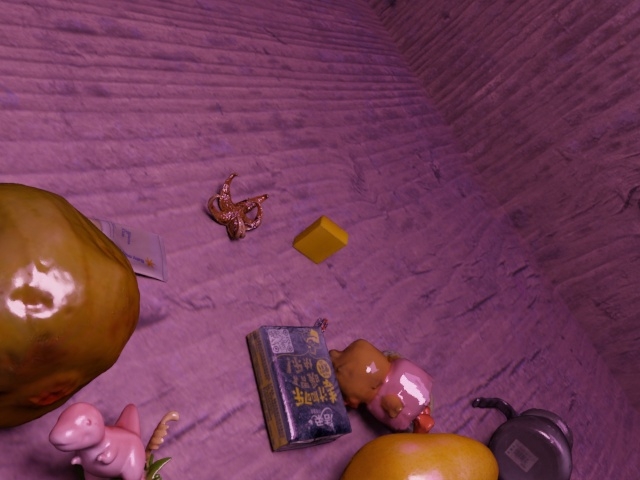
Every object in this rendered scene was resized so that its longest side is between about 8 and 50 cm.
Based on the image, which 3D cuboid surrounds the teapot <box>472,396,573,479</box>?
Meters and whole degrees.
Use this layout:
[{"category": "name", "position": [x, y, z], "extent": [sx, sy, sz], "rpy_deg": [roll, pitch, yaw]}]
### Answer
[{"category": "teapot", "position": [0.609, 0.607, 1.714], "extent": [0.285, 0.305, 0.223], "rpy_deg": [0, 97, -57]}]

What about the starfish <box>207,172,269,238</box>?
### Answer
[{"category": "starfish", "position": [-0.203, -0.089, 1.424], "extent": [0.146, 0.074, 0.190], "rpy_deg": [52, 35, -4]}]

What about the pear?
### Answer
[{"category": "pear", "position": [0.200, 0.523, 1.153], "extent": [0.285, 0.336, 0.285], "rpy_deg": [60, 14, -25]}]

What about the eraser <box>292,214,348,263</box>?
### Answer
[{"category": "eraser", "position": [0.000, 0.000, 1.542], "extent": [0.097, 0.122, 0.045], "rpy_deg": [35, 40, -23]}]

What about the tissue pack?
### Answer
[{"category": "tissue pack", "position": [-0.046, 0.314, 1.252], "extent": [0.185, 0.081, 0.257], "rpy_deg": [9, 53, -43]}]

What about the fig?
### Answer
[{"category": "fig", "position": [-0.444, 0.076, 0.810], "extent": [0.343, 0.343, 0.343], "rpy_deg": [30, 41, -30]}]

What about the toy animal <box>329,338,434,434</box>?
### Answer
[{"category": "toy animal", "position": [0.138, 0.339, 1.336], "extent": [0.281, 0.169, 0.195], "rpy_deg": [23, 2, 5]}]

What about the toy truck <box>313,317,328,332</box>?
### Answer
[{"category": "toy truck", "position": [-0.004, 0.224, 1.429], "extent": [0.032, 0.024, 0.083], "rpy_deg": [28, 35, 3]}]

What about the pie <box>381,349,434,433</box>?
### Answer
[{"category": "pie", "position": [0.211, 0.401, 1.504], "extent": [0.240, 0.054, 0.241], "rpy_deg": [29, 41, -28]}]

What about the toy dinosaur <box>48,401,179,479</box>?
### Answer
[{"category": "toy dinosaur", "position": [-0.326, 0.303, 0.848], "extent": [0.194, 0.152, 0.177], "rpy_deg": [-28, 112, -64]}]

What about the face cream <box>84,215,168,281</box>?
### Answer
[{"category": "face cream", "position": [-0.395, 0.009, 1.137], "extent": [0.224, 0.070, 0.114], "rpy_deg": [22, 45, -49]}]
